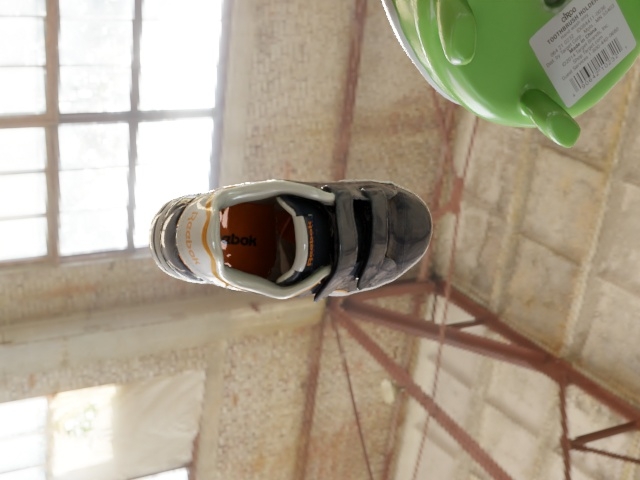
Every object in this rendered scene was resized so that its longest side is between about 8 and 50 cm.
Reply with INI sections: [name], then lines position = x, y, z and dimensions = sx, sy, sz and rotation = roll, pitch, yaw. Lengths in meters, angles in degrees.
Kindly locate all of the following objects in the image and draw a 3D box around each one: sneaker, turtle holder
[sneaker]
position = 0.000, 0.000, 0.956
dimensions = 0.127, 0.321, 0.126
rotation = 2, -84, 60
[turtle holder]
position = 0.140, -0.246, 0.849
dimensions = 0.227, 0.320, 0.244
rotation = 48, -59, 55
